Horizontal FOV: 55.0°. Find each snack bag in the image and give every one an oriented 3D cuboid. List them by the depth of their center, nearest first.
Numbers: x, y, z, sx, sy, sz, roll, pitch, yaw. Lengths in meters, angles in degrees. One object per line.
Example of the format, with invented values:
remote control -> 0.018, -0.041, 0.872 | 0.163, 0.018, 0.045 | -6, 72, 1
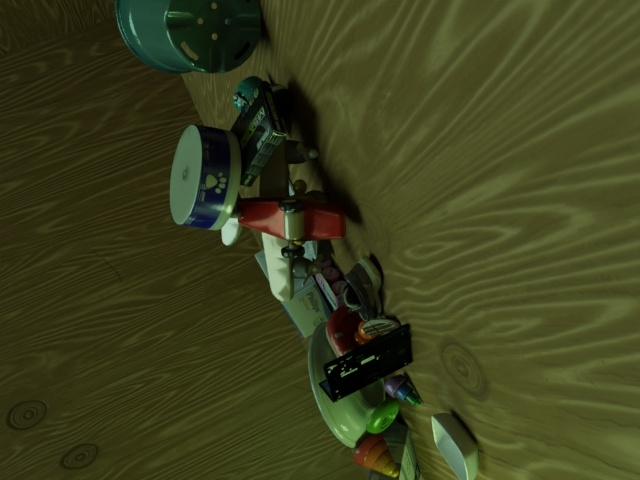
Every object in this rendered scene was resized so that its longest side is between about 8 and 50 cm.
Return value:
snack bag -> -0.083, -0.064, 2.194 | 0.343, 0.037, 0.323 | 64, 169, 12

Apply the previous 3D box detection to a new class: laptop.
laptop -> 0.104, 0.300, 1.584 | 0.137, 0.234, 0.264 | 54, 164, 43

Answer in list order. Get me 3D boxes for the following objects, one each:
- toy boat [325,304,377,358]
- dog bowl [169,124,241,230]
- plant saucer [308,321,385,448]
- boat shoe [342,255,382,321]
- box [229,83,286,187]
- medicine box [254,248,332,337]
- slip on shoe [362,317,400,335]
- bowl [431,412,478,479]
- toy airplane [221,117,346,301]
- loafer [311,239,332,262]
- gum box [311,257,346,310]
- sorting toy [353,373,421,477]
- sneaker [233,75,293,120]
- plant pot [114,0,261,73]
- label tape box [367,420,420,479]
toy boat -> 0.120, 0.283, 1.799 | 0.231, 0.151, 0.151 | 59, 136, 30
dog bowl -> -0.303, -0.163, 1.593 | 0.265, 0.104, 0.265 | -21, 65, 57
plant saucer -> 0.108, 0.434, 1.911 | 0.400, 0.100, 0.401 | 45, -147, -39
boat shoe -> 0.104, 0.142, 1.617 | 0.103, 0.092, 0.285 | 57, 167, 27
box -> -0.165, -0.262, 1.538 | 0.191, 0.045, 0.184 | -49, 41, 36
medicine box -> -0.098, 0.181, 2.372 | 0.289, 0.149, 0.263 | 56, 174, 42
slip on shoe -> 0.163, 0.220, 1.607 | 0.051, 0.041, 0.135 | 45, 148, -12
bowl -> 0.318, 0.476, 1.423 | 0.142, 0.053, 0.142 | -127, 17, -51
toy airplane -> -0.099, -0.076, 1.655 | 0.384, 0.272, 0.386 | 56, 136, 19
loafer -> 0.000, 0.000, 1.914 | 0.050, 0.056, 0.148 | -132, 32, -59
gum box -> 0.040, 0.137, 1.971 | 0.188, 0.062, 0.107 | 56, 164, 41
sorting toy -> 0.209, 0.550, 1.759 | 0.126, 0.127, 0.366 | 37, 127, 32
sneaker -> -0.163, -0.394, 1.715 | 0.178, 0.123, 0.295 | 61, 161, 11
plant pot -> -0.337, -0.595, 1.635 | 0.334, 0.341, 0.341 | 37, 149, 53
label tape box -> 0.249, 0.723, 1.988 | 0.334, 0.105, 0.241 | -67, -33, -51
